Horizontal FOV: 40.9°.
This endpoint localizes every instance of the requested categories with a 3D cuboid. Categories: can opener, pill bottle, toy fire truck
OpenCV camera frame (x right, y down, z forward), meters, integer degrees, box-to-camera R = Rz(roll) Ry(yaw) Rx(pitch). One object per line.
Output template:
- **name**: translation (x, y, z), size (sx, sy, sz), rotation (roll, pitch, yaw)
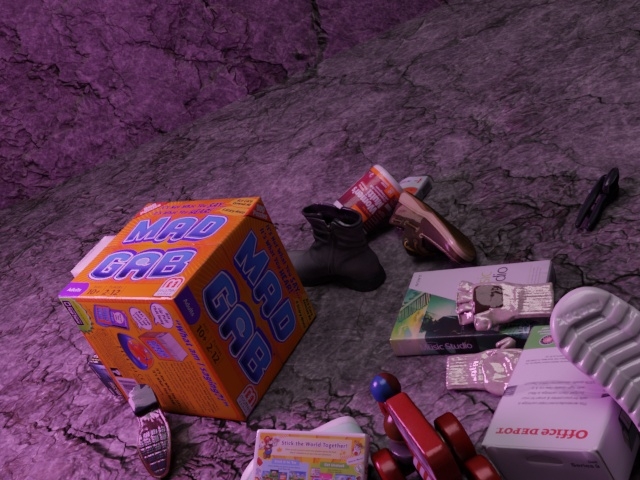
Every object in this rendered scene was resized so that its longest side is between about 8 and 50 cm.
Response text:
- **can opener**: translation (0.641, -0.092, 2.000), size (0.059, 0.073, 0.186), rotation (18, 59, 40)
- **pill bottle**: translation (0.110, -0.087, 2.272), size (0.221, 0.121, 0.121), rotation (-43, 30, 1)
- **toy fire truck**: translation (0.171, 0.346, 1.427), size (0.169, 0.253, 0.302), rotation (-27, 30, -6)

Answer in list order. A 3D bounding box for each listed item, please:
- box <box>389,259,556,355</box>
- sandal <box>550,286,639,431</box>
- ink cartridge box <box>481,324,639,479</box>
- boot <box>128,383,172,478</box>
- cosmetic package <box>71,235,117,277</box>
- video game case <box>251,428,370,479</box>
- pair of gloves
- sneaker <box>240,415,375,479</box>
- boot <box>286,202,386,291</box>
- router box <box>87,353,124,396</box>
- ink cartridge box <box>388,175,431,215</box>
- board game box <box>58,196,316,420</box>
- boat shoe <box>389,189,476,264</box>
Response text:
- **box**: translation (0.328, 0.145, 1.840), size (0.322, 0.058, 0.232), rotation (-8, 33, 28)
- **sandal**: translation (0.531, 0.230, 1.311), size (0.169, 0.416, 0.102), rotation (-42, -12, 8)
- **ink cartridge box**: translation (0.428, 0.278, 1.452), size (0.211, 0.121, 0.289), rotation (-9, 34, 43)
- **boot**: translation (-0.355, 0.427, 1.878), size (0.082, 0.106, 0.219), rotation (-20, 58, -1)
- **cosmetic package**: translation (-0.479, 0.147, 2.180), size (0.129, 0.296, 0.153), rotation (1, 37, 35)
- **video game case**: translation (-0.024, 0.445, 1.527), size (0.227, 0.026, 0.206), rotation (-4, 69, 28)
- **pair of gloves**: translation (0.350, 0.187, 1.683), size (0.204, 0.042, 0.240), rotation (0, 64, 30)
- **sneaker**: translation (-0.023, 0.436, 1.588), size (0.256, 0.094, 0.151), rotation (-27, 32, -3)
- **boot**: translation (0.000, 0.000, 2.145), size (0.338, 0.222, 0.118), rotation (2, 39, 38)
- **router box**: translation (-0.493, 0.327, 2.075), size (0.092, 0.122, 0.038), rotation (0, 42, 36)
- **ink cartridge box**: translation (0.200, -0.125, 2.387), size (0.179, 0.045, 0.145), rotation (5, 40, 37)
- **board game box**: translation (-0.291, 0.150, 1.976), size (0.356, 0.356, 0.356), rotation (-1, 37, 35)
- **boat shoe**: translation (0.261, -0.008, 2.106), size (0.123, 0.123, 0.342), rotation (-53, 33, 9)
